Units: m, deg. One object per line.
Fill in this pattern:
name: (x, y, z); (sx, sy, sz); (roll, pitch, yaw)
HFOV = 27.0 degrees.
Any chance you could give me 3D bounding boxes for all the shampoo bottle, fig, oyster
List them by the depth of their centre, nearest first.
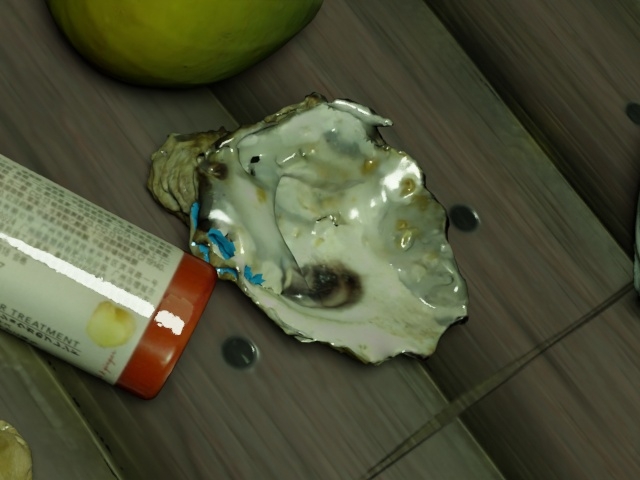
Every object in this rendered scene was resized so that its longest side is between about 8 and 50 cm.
shampoo bottle: (-0.212, 0.001, 0.888); (0.278, 0.104, 0.104); (28, 54, -6)
oyster: (0.000, 0.000, 1.000); (0.214, 0.083, 0.223); (-13, 72, -26)
fig: (-0.107, -0.220, 1.018); (0.207, 0.207, 0.230); (49, 25, 9)

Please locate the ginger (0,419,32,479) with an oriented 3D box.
ginger: (-0.311, 0.194, 0.750); (0.148, 0.081, 0.334); (48, 53, -11)

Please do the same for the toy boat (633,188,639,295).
toy boat: (0.349, -0.016, 1.153); (0.199, 0.100, 0.290); (36, 52, 1)
